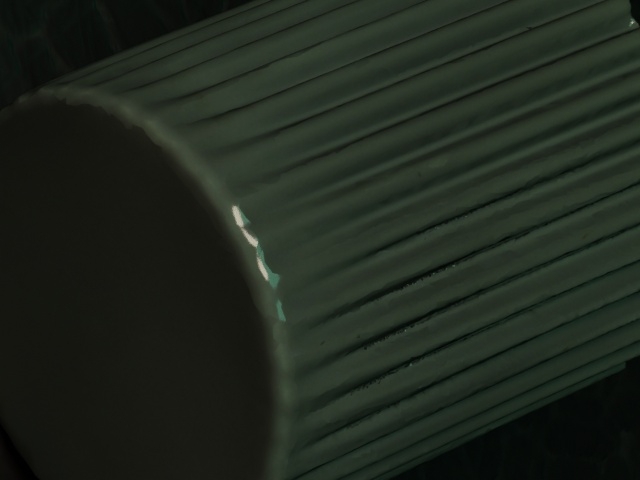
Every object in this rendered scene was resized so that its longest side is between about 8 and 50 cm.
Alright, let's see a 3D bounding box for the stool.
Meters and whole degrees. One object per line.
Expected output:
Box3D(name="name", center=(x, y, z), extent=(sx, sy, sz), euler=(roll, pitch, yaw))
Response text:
Box3D(name="stool", center=(0.000, 0.000, 1.016), extent=(0.330, 0.297, 0.297), euler=(-24, 95, -43))
